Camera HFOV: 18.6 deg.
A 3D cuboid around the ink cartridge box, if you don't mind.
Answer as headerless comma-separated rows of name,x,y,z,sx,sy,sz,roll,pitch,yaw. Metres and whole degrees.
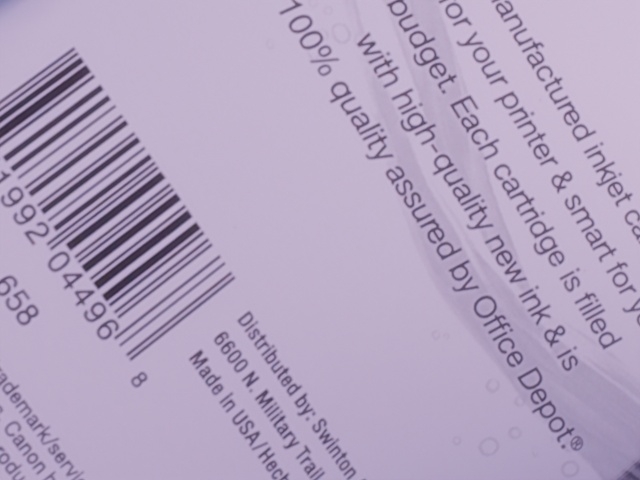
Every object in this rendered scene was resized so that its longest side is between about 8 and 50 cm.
ink cartridge box,0.000,0.000,0.471,0.273,0.114,0.197,-38,107,-16
